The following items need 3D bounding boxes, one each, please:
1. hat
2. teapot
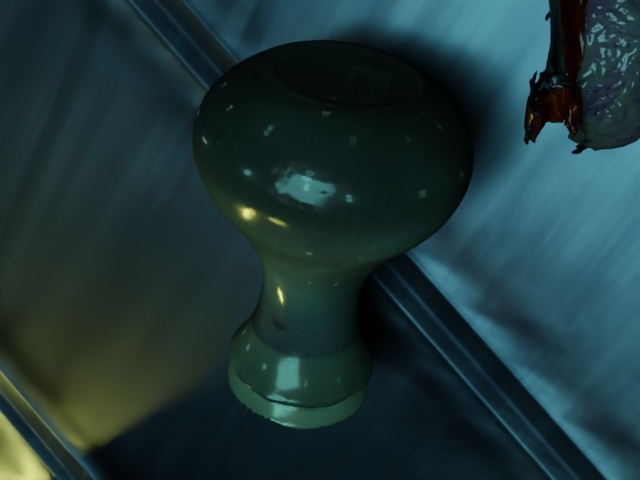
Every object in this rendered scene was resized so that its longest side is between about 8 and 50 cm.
[{"bbox_3d":[0.234,-0.111,0.621,0.227,0.140,0.129,2,118,10],"label":"hat"},{"bbox_3d":[0.000,0.000,0.734,0.183,0.183,0.251,20,125,17],"label":"teapot"}]
